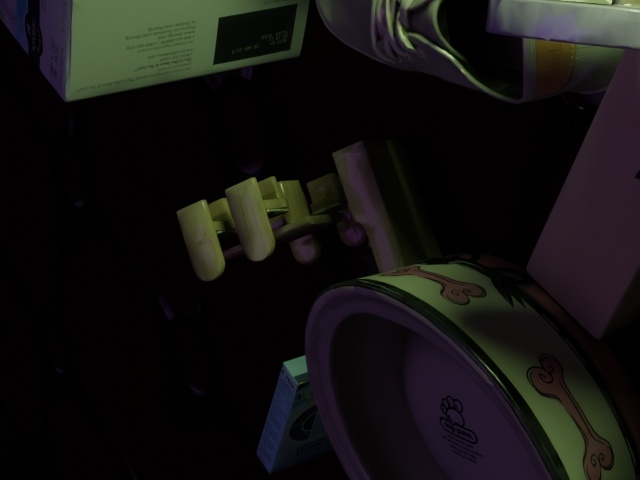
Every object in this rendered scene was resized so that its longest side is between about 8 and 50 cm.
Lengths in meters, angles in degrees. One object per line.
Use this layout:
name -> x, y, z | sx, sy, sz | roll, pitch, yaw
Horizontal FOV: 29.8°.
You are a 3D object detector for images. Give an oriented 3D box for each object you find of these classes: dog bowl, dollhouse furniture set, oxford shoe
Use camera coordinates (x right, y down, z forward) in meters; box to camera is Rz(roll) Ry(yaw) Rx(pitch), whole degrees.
dog bowl -> 0.164, 0.192, 1.225 | 0.408, 0.150, 0.408 | 42, 148, 34
dollhouse furniture set -> 0.000, 0.000, 1.413 | 0.242, 0.212, 0.161 | -22, 83, 32
oxford shoe -> 0.108, -0.224, 1.142 | 0.449, 0.130, 0.169 | 28, 130, 53

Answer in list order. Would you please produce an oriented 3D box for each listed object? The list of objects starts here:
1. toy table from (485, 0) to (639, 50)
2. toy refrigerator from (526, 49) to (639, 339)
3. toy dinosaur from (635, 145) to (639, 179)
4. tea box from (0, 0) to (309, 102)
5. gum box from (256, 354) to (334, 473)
toy table -> 0.265, -0.212, 0.846 | 0.252, 0.274, 0.161 | -124, 39, -73
toy refrigerator -> 0.284, -0.049, 1.047 | 0.102, 0.094, 0.269 | 47, 141, 30
toy dinosaur -> 0.360, 0.008, 0.866 | 0.164, 0.322, 0.218 | 53, -172, -43
tea box -> -0.225, -0.367, 1.483 | 0.323, 0.329, 0.220 | 46, 140, 37
gum box -> 0.008, 0.206, 1.536 | 0.041, 0.157, 0.184 | 52, 143, 33
